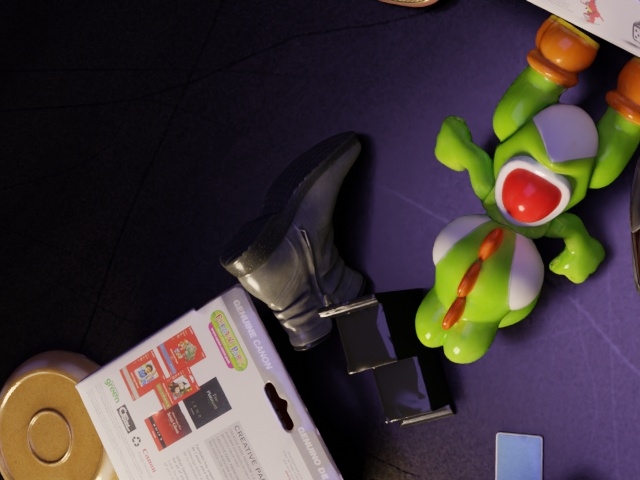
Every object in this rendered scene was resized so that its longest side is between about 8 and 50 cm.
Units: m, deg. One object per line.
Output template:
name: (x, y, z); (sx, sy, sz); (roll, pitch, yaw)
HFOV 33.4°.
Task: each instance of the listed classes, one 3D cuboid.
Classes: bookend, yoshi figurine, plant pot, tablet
bookend: (0.078, 0.139, 1.206); (0.072, 0.156, 0.157); (-18, 83, 23)
yoshi figurine: (0.219, -0.042, 1.138); (0.362, 0.203, 0.203); (-61, 38, 11)
plant pot: (-0.366, 0.270, 1.472); (0.236, 0.032, 0.236); (0, 90, 24)
tablet: (0.227, 0.262, 1.220); (0.054, 0.006, 0.083); (1, 91, 24)

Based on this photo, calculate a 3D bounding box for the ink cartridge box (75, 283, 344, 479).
ink cartridge box: (-0.105, 0.243, 1.301); (0.272, 0.130, 0.309); (-32, 77, 21)

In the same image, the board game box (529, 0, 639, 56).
board game box: (0.268, -0.275, 1.104); (0.305, 0.193, 0.053); (33, 122, 21)

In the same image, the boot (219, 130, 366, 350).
boot: (0.000, 0.000, 1.276); (0.161, 0.246, 0.083); (48, 153, -22)

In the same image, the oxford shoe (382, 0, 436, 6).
oxford shoe: (0.003, -0.385, 1.259); (0.348, 0.130, 0.123); (35, 103, 21)

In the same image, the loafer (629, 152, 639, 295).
loafer: (0.358, -0.016, 1.134); (0.062, 0.061, 0.170); (-6, 86, 25)
